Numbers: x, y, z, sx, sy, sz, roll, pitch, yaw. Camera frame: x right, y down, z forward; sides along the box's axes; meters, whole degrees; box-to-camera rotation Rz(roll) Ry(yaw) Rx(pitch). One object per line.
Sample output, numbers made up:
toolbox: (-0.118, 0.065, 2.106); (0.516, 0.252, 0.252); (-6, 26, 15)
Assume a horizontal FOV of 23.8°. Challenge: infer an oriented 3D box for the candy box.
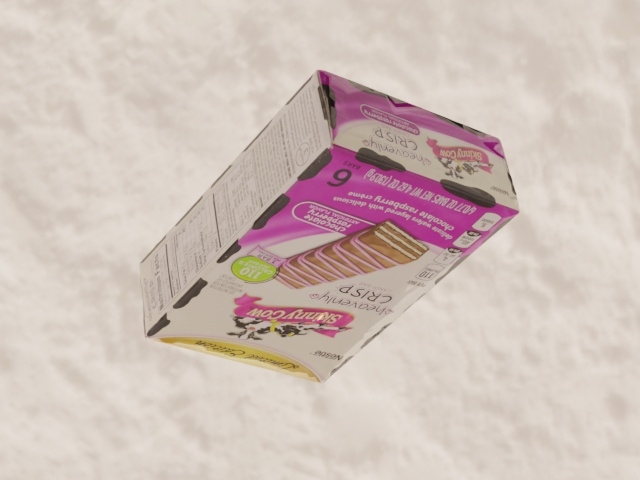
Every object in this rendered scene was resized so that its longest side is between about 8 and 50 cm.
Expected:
candy box: (0.000, 0.000, 1.049); (0.159, 0.071, 0.233); (17, 137, -31)
